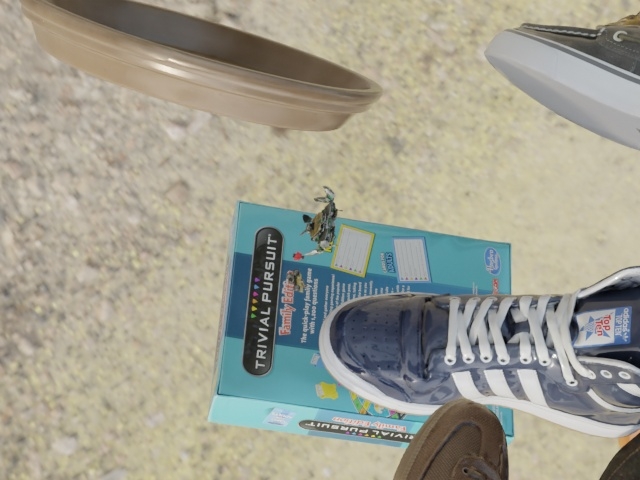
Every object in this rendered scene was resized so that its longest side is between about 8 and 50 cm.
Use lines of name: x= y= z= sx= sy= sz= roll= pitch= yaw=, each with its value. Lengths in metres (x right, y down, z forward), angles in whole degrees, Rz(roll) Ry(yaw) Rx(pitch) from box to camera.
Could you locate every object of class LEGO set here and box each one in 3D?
LEGO set: x=-0.001 y=0.000 z=0.965 sx=0.023 sy=0.054 sz=0.083 roll=14 pitch=125 yaw=-18

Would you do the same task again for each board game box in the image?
board game box: x=0.051 y=0.103 z=1.498 sx=0.336 sy=0.254 sz=0.079 roll=9 pitch=148 yaw=-7

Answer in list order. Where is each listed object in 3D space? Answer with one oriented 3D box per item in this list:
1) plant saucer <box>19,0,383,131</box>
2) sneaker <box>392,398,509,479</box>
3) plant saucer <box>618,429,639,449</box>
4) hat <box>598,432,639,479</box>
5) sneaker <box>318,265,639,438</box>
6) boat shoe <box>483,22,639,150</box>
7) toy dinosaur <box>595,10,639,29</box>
plant saucer: x=-0.090 y=-0.135 z=0.968 sx=0.277 sy=0.278 sz=0.041 roll=6 pitch=107 yaw=-35
sneaker: x=0.068 y=0.159 z=0.620 sx=0.066 sy=0.071 sz=0.188 roll=39 pitch=55 yaw=-26
plant saucer: x=0.336 y=0.194 z=1.148 sx=0.037 sy=0.200 sz=0.200 roll=-34 pitch=133 yaw=-28
hat: x=0.323 y=0.292 z=0.951 sx=0.134 sy=0.331 sz=0.331 roll=19 pitch=108 yaw=-39
sneaker: x=0.149 y=0.073 z=0.965 sx=0.282 sy=0.099 sz=0.153 roll=11 pitch=154 yaw=-11
boat shoe: x=0.123 y=-0.056 z=0.465 sx=0.040 sy=0.142 sz=0.049 roll=-58 pitch=140 yaw=-4
toy dinosaur: x=0.257 y=-0.193 z=0.845 sx=0.053 sy=0.093 sz=0.183 roll=32 pitch=125 yaw=-19
